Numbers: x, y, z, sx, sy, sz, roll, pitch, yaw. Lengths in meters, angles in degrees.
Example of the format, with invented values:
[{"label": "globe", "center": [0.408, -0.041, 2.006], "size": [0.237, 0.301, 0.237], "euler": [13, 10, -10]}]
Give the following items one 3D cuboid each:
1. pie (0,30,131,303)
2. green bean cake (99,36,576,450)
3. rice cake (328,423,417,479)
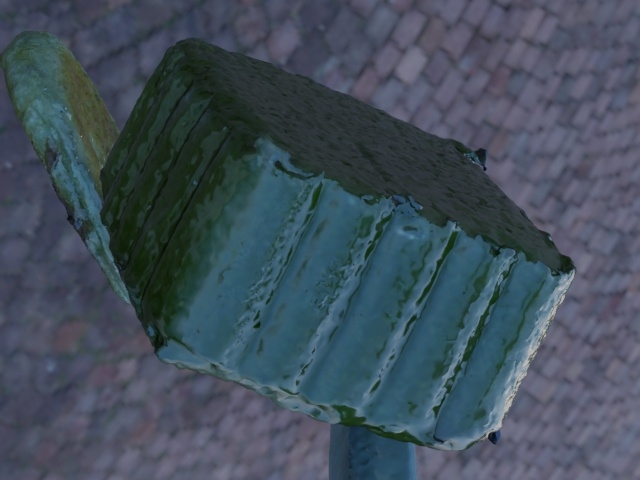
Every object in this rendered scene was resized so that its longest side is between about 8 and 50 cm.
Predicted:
[{"label": "pie", "center": [-0.241, -0.067, 1.747], "size": [0.070, 0.323, 0.323], "euler": [-22, 143, 2]}, {"label": "green bean cake", "center": [0.000, 0.000, 1.046], "size": [0.247, 0.250, 0.156], "euler": [20, 105, -26]}, {"label": "rice cake", "center": [0.038, 0.190, 1.090], "size": [0.063, 0.336, 0.066], "euler": [7, 137, -6]}]
